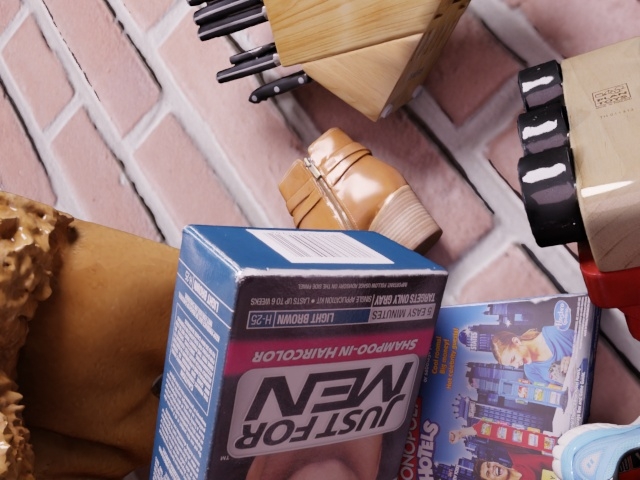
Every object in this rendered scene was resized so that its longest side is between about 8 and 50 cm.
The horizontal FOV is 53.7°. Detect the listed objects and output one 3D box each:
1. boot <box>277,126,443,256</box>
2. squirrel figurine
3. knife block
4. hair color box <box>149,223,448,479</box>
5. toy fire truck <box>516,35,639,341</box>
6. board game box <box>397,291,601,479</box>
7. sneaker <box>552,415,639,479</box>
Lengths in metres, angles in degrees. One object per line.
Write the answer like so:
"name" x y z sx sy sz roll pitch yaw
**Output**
"boot" 0.000 0.000 0.606 0.197 0.073 0.152 -42 68 4
"squirrel figurine" -0.259 0.159 0.537 0.281 0.397 0.370 14 82 23
"knife block" 0.004 -0.234 0.563 0.242 0.088 0.275 38 131 10
"hair color box" -0.032 0.168 0.489 0.105 0.174 0.347 32 116 54
"toy fire truck" 0.248 -0.003 0.436 0.159 0.217 0.246 -14 120 25
"board game box" 0.121 0.126 0.533 0.194 0.060 0.194 7 87 29
"sneaker" 0.248 0.147 0.432 0.162 0.073 0.063 -20 91 -7
